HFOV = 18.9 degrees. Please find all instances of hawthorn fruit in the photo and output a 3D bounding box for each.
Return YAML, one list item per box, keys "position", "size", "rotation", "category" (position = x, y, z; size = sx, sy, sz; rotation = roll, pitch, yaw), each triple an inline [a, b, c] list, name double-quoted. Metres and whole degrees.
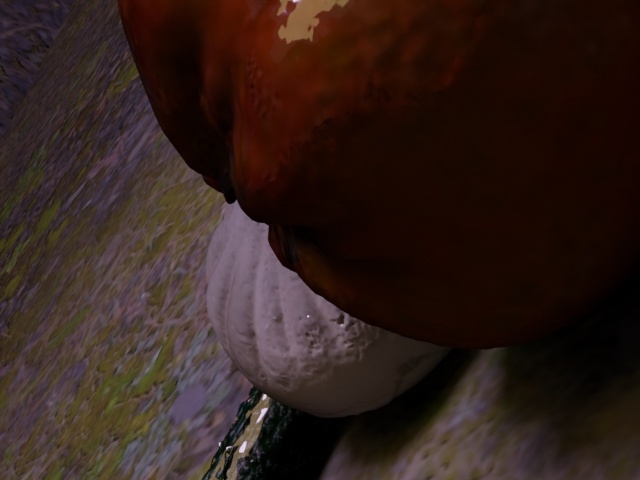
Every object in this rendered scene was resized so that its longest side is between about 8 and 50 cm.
- position: [0.058, -0.100, 0.690]
  size: [0.261, 0.224, 0.224]
  rotation: [-49, 14, -9]
  category: "hawthorn fruit"

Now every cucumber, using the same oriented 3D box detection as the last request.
- position: [-0.006, 0.059, 0.887]
  size: [0.256, 0.044, 0.043]
  rotation: [-64, -8, -10]
  category: "cucumber"

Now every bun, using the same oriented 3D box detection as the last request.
- position: [0.000, 0.000, 0.820]
  size: [0.138, 0.094, 0.138]
  rotation: [-27, 43, 27]
  category: "bun"
